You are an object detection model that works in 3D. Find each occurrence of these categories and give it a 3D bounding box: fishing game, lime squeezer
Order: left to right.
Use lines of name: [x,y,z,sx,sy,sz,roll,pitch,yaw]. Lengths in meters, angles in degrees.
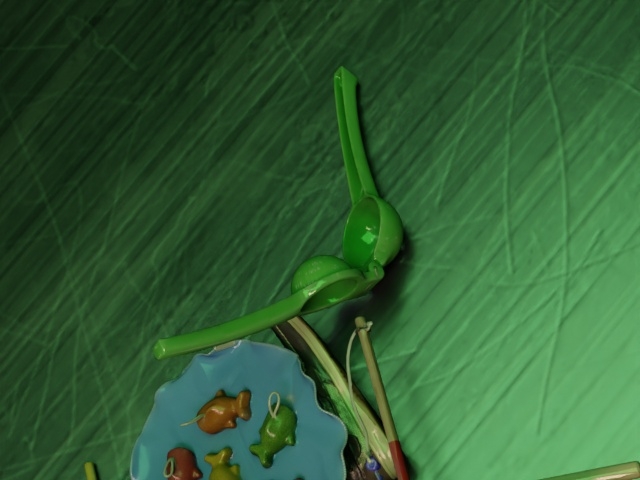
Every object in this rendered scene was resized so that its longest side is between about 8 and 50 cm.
fishing game: [-0.064,0.156,1.057,0.264,0.041,0.189,-26,63,25]
lime squeezer: [0.000,0.000,1.075,0.059,0.110,0.310,-23,26,44]

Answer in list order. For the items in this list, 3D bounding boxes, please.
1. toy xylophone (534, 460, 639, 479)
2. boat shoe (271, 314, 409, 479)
toy xylophone: [0.137,0.268,0.964,0.323,0.081,0.236,-7,57,17]
boat shoe: [0.002,0.112,1.076,0.049,0.056,0.152,-36,65,-3]
